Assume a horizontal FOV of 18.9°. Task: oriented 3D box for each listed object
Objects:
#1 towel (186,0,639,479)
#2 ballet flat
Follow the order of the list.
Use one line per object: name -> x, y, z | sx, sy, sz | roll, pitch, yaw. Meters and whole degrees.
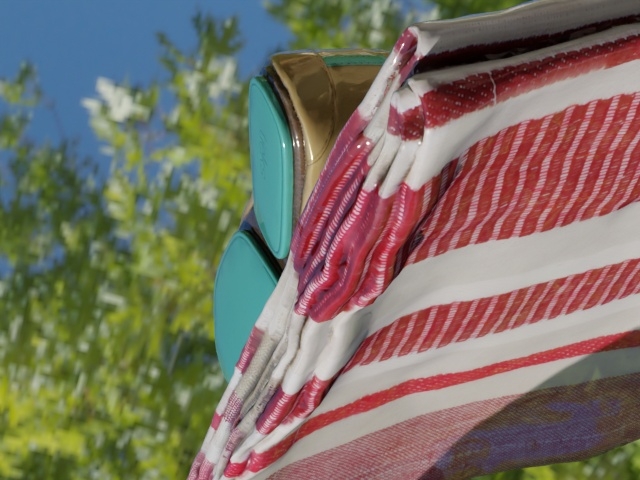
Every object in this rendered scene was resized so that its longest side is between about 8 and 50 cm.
towel -> 0.088, 0.014, 0.674 | 0.237, 0.329, 0.037 | -14, -116, -23
ballet flat -> 0.000, 0.000, 0.885 | 0.073, 0.232, 0.080 | -16, -121, -20
